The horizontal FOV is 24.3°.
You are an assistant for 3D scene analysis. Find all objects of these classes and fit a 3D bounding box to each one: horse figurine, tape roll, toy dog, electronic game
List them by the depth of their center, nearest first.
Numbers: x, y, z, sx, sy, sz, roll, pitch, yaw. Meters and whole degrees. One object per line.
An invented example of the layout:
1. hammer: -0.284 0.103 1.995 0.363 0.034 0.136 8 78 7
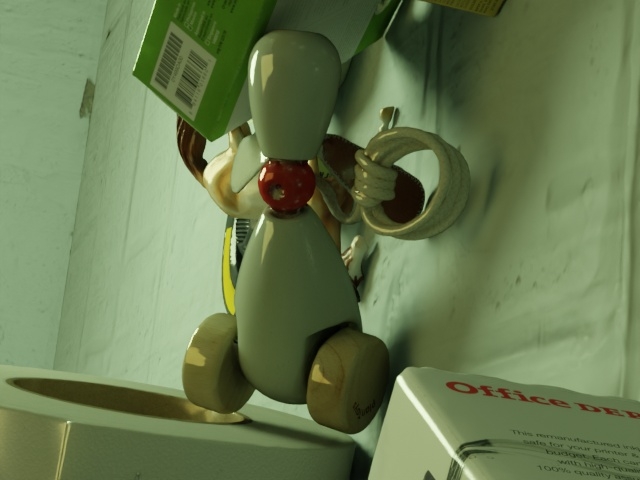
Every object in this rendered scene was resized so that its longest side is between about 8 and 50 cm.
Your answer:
1. toy dog: 0.000 0.000 1.217 0.161 0.220 0.334 -30 -32 -61
2. tape roll: -0.165 0.166 1.238 0.392 0.392 0.072 -176 97 -73
3. horse figurine: -0.042 -0.068 1.376 0.263 0.066 0.174 22 106 29
4. electronic game: -0.067 -0.022 1.614 0.229 0.048 0.229 -169 90 -74

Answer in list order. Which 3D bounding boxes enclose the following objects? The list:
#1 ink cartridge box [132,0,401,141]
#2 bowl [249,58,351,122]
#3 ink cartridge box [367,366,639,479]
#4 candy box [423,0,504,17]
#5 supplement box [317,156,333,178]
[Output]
1. ink cartridge box: -0.019 -0.219 1.253 0.255 0.097 0.189 -35 -20 -43
2. bowl: -0.015 -0.193 1.494 0.170 0.080 0.170 -169 90 -73
3. ink cartridge box: 0.132 0.153 0.654 0.237 0.172 0.100 -127 50 -68
4. candy box: 0.050 -0.239 1.129 0.053 0.186 0.109 118 156 -43
5. supplement box: -0.016 -0.062 1.459 0.083 0.056 0.083 -144 65 -71
